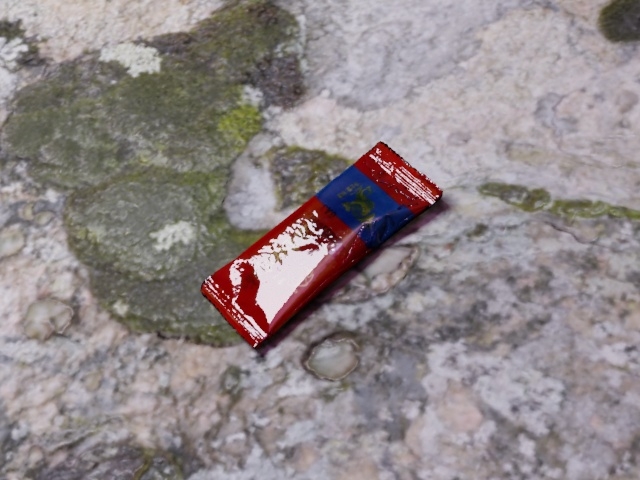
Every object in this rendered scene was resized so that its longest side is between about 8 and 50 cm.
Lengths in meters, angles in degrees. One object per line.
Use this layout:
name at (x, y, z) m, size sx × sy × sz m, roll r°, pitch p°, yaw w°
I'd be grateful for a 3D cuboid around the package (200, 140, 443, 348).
package at (0.000, 0.000, 0.986) m, size 0.200 × 0.022 × 0.083 m, roll -39°, pitch 58°, yaw -11°
